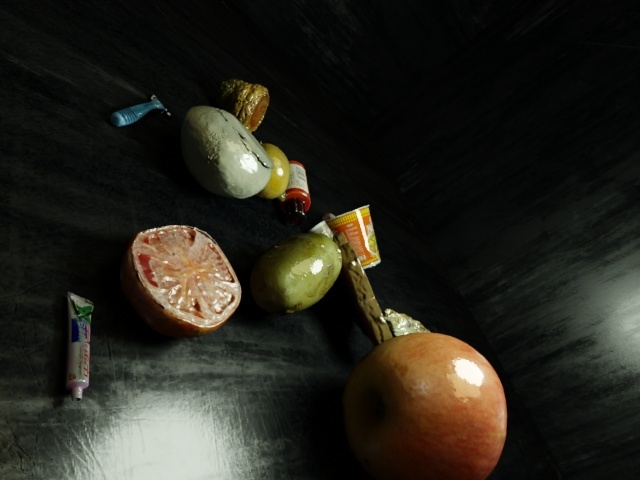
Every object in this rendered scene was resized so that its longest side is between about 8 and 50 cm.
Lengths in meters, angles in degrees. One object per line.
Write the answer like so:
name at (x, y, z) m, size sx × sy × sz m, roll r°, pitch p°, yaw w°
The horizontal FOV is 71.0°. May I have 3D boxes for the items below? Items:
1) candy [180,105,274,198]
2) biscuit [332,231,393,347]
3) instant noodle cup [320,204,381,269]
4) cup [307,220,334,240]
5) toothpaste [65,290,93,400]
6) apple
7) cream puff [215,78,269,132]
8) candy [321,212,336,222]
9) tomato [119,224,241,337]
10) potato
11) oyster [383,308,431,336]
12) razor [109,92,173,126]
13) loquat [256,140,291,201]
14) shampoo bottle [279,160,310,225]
candy at (-0.256, -0.224, 1.173) m, size 0.295 × 0.185 × 0.295 m, roll 44°, pitch 7°, yaw -7°
biscuit at (0.118, 0.164, 1.368) m, size 0.394 × 0.076 × 0.368 m, roll -106°, pitch 173°, yaw -82°
instant noodle cup at (0.121, 0.000, 1.622) m, size 0.212 × 0.193 × 0.193 m, roll 70°, pitch 22°, yaw -2°
cup at (0.006, -0.005, 1.533) m, size 0.099 × 0.074 × 0.102 m, roll 55°, pitch 21°, yaw 1°
toothpaste at (-0.345, 0.147, 0.641) m, size 0.045 × 0.028 × 0.170 m, roll 40°, pitch 21°, yaw -48°
apple at (0.225, 0.388, 1.035) m, size 0.364 × 0.364 × 0.364 m, roll 44°, pitch 24°, yaw -25°
cream puff at (-0.286, -0.483, 1.566) m, size 0.169 × 0.183 × 0.183 m, roll 28°, pitch 22°, yaw 3°
candy at (0.047, -0.060, 1.744) m, size 0.103 × 0.043 × 0.103 m, roll 44°, pitch 24°, yaw -25°
tomato at (-0.263, 0.077, 0.827) m, size 0.237 × 0.095 × 0.236 m, roll 39°, pitch 28°, yaw -26°
potato at (-0.060, 0.078, 1.104) m, size 0.307 × 0.210 × 0.173 m, roll -41°, pitch 120°, yaw -65°
oyster at (0.358, 0.347, 1.703) m, size 0.354 × 0.107 × 0.201 m, roll 26°, pitch 31°, yaw -51°
razor at (-0.446, -0.325, 1.121) m, size 0.082 × 0.042 × 0.253 m, roll 50°, pitch 23°, yaw -14°
loquat at (-0.163, -0.204, 1.379) m, size 0.204 × 0.149 × 0.172 m, roll 65°, pitch -6°, yaw -34°
shampoo bottle at (-0.090, -0.156, 1.518) m, size 0.104 × 0.104 × 0.278 m, roll 39°, pitch 25°, yaw -34°
